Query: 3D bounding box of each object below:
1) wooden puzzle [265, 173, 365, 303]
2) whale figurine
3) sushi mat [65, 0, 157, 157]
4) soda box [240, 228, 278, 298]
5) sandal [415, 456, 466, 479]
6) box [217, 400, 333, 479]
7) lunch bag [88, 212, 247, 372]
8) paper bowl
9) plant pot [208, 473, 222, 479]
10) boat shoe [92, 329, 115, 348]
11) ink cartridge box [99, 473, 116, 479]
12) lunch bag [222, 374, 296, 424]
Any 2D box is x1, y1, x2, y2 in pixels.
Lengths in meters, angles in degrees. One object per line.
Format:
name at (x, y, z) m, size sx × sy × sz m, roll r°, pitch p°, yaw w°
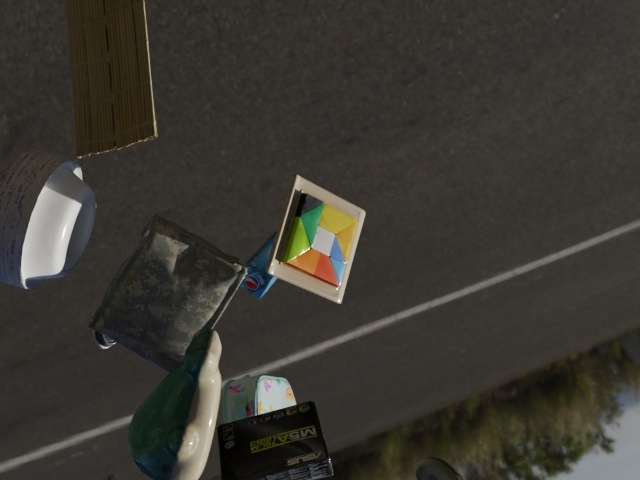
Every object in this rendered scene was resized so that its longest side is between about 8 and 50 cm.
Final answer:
wooden puzzle at (0.000, 0.000, 1.911) m, size 0.044 × 0.221 × 0.238 m, roll 1°, pitch 161°, yaw 47°
whale figurine at (-0.240, 0.277, 1.487) m, size 0.141 × 0.272 × 0.216 m, roll 13°, pitch -157°, yaw -4°
sushi mat at (-0.339, -0.296, 1.425) m, size 0.151 × 0.317 × 0.019 m, roll -10°, pitch 170°, yaw 19°
soda box at (-0.114, 0.046, 2.079) m, size 0.067 × 0.071 × 0.210 m, roll -58°, pitch 176°, yaw 35°
sandal at (0.298, 0.570, 1.808) m, size 0.086 × 0.302 × 0.120 m, roll -20°, pitch 138°, yaw -47°
box at (-0.085, 0.372, 1.584) m, size 0.190 × 0.045 × 0.184 m, roll -14°, pitch -158°, yaw -3°
lunch bag at (-0.318, 0.105, 1.900) m, size 0.287 × 0.235 × 0.169 m, roll -55°, pitch -170°, yaw 16°
paper bowl at (-0.563, -0.036, 1.828) m, size 0.148 × 0.284 × 0.284 m, roll 17°, pitch 162°, yaw 3°
plant pot at (-0.232, 0.665, 1.874) m, size 0.191 × 0.284 × 0.284 m, roll -27°, pitch 164°, yaw -7°
boat shoe at (-0.451, 0.163, 2.164) m, size 0.079 × 0.095 × 0.254 m, roll -4°, pitch -147°, yaw 40°
ink cartridge box at (-0.384, 0.608, 1.660) m, size 0.117 × 0.278 × 0.201 m, roll -27°, pitch -175°, yaw -6°
lunch bag at (-0.134, 0.431, 1.960) m, size 0.107 × 0.279 × 0.224 m, roll -12°, pitch 164°, yaw 22°
